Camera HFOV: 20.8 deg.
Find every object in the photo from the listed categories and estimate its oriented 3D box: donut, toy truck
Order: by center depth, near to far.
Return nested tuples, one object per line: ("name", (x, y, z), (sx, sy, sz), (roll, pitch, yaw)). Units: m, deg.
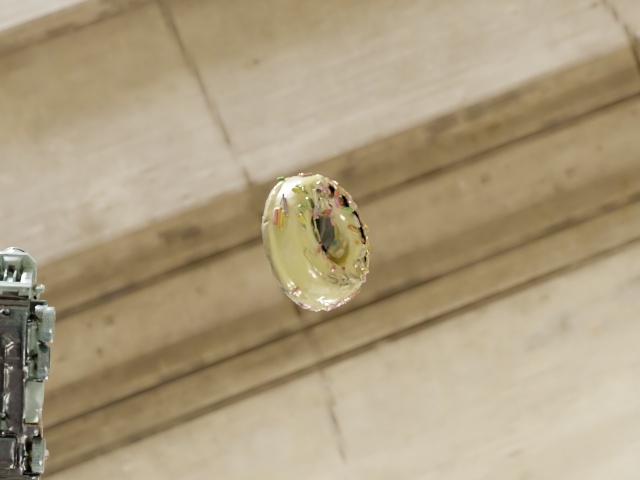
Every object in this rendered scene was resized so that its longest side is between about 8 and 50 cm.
("toy truck", (-0.363, 0.146, 2.025), (0.140, 0.108, 0.257), (-114, -153, -75))
("donut", (0.000, 0.000, 2.090), (0.174, 0.068, 0.175), (23, 59, -46))
